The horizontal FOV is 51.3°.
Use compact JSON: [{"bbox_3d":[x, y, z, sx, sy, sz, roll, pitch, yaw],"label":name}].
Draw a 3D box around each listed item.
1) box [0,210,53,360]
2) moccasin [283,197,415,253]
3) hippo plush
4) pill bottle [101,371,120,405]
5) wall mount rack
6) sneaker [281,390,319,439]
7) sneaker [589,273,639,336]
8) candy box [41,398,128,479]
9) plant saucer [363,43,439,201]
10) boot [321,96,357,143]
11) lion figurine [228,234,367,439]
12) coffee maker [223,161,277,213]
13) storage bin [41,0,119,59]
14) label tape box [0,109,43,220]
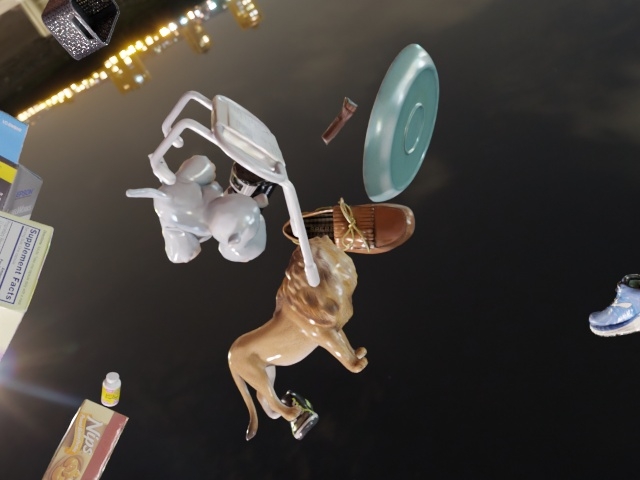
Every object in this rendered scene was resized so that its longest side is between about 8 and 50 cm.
[{"bbox_3d":[-0.466,0.042,0.767,0.213,0.243,0.117,-44,-147,46],"label":"box"},{"bbox_3d":[0.069,-0.039,1.749,0.380,0.139,0.147,5,-179,36],"label":"moccasin"},{"bbox_3d":[-0.223,-0.077,1.465,0.237,0.294,0.234,11,-124,18],"label":"hippo plush"},{"bbox_3d":[-0.532,0.377,1.695,0.043,0.083,0.043,11,-153,-6],"label":"pill bottle"},{"bbox_3d":[-0.104,-0.094,1.026,0.130,0.304,0.350,-51,-159,14],"label":"wall mount rack"},{"bbox_3d":[-0.072,0.472,1.834,0.084,0.097,0.235,-47,-174,-6],"label":"sneaker"},{"bbox_3d":[0.832,0.166,1.754,0.130,0.147,0.330,-5,164,-20],"label":"sneaker"},{"bbox_3d":[-0.451,0.422,1.217,0.316,0.087,0.183,-48,-162,55],"label":"candy box"},{"bbox_3d":[0.171,-0.224,1.323,0.044,0.317,0.317,19,-134,21],"label":"plant saucer"},{"bbox_3d":[0.042,-0.287,1.608,0.114,0.037,0.106,-53,-172,17],"label":"boot"},{"bbox_3d":[-0.065,0.188,1.262,0.392,0.240,0.142,-40,-177,11],"label":"lion figurine"},{"bbox_3d":[-0.180,-0.135,1.698,0.178,0.120,0.171,-55,-176,41],"label":"coffee maker"},{"bbox_3d":[-0.536,-0.509,1.496,0.084,0.122,0.180,-22,-137,18],"label":"storage bin"},{"bbox_3d":[-0.622,-0.102,1.151,0.333,0.241,0.106,-63,175,15],"label":"label tape box"}]
